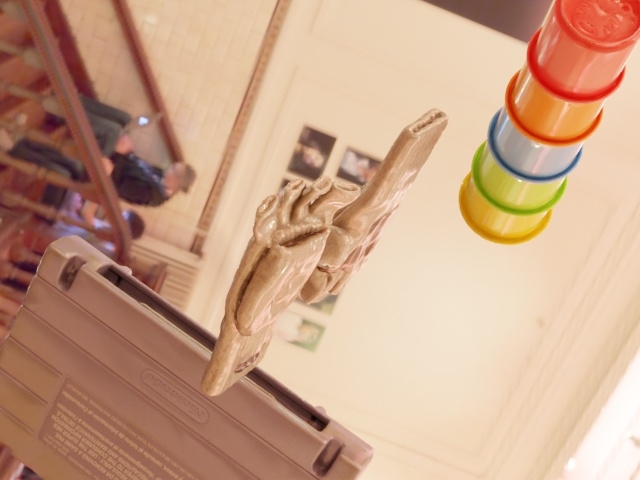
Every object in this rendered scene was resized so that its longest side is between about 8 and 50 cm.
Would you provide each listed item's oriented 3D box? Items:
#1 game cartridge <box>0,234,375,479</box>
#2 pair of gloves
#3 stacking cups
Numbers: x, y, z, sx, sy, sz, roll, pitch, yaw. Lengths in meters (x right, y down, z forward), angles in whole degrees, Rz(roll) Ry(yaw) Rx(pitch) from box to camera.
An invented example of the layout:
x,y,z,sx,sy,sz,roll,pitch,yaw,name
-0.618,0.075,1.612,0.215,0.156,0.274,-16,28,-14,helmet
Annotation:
x,y,z,sx,sy,sz,roll,pitch,yaw,name
-0.152,0.184,0.874,0.230,0.355,0.068,-60,169,25,game cartridge
0.000,0.000,0.728,0.240,0.042,0.204,-37,161,-44,pair of gloves
0.182,-0.092,0.764,0.316,0.096,0.096,89,20,-70,stacking cups
